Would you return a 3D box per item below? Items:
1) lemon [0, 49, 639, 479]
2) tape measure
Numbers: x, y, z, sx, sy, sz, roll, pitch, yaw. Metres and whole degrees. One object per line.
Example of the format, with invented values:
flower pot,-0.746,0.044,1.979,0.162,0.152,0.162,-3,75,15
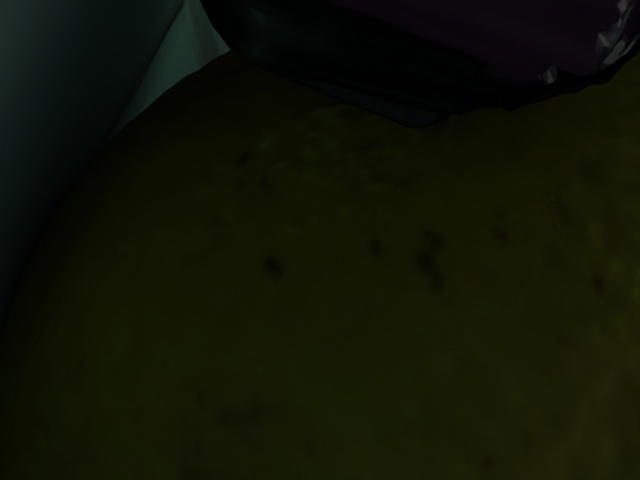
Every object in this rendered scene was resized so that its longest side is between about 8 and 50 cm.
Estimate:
lemon,0.035,0.041,0.505,0.253,0.228,0.228,-37,158,-31
tape measure,0.058,-0.155,0.389,0.245,0.149,0.231,-60,171,-47
